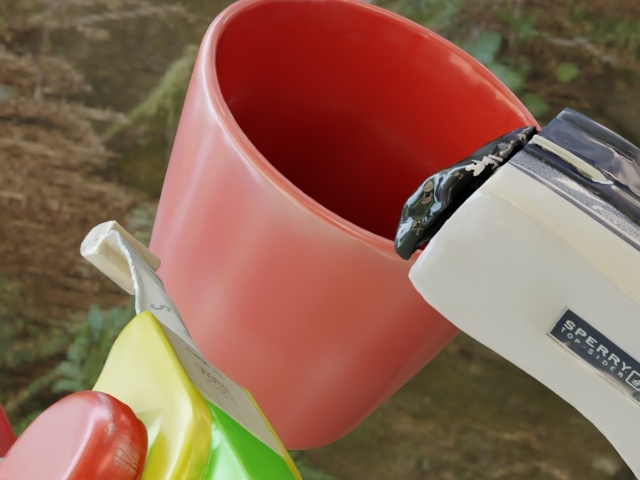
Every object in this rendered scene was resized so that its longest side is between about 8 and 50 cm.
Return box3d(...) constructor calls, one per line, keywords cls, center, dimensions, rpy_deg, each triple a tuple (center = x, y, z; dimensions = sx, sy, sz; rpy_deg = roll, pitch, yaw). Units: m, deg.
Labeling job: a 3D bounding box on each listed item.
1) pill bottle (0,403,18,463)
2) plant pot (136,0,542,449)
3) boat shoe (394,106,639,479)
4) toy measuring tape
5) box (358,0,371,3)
box3d(cls="pill bottle", center=(-0.451, 0.215, 1.526), dimensions=(0.408, 0.229, 0.229), rpy_deg=(62, 173, 11))
box3d(cls="plant pot", center=(0.000, 0.000, 1.012), dimensions=(0.275, 0.275, 0.243), rpy_deg=(-79, 15, -52))
box3d(cls="boat shoe", center=(0.213, 0.055, 0.796), dimensions=(0.158, 0.340, 0.127), rpy_deg=(-39, -10, -51))
box3d(cls="toy measuring tape", center=(-0.082, 0.089, 0.570), dimensions=(0.330, 0.121, 0.121), rpy_deg=(-133, 49, -63))
box3d(cls="box", center=(0.010, -0.290, 1.464), dimensions=(0.102, 0.101, 0.087), rpy_deg=(-55, -20, -24))
